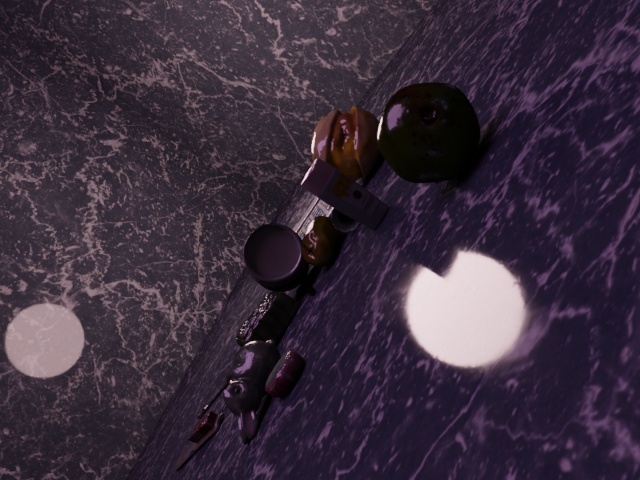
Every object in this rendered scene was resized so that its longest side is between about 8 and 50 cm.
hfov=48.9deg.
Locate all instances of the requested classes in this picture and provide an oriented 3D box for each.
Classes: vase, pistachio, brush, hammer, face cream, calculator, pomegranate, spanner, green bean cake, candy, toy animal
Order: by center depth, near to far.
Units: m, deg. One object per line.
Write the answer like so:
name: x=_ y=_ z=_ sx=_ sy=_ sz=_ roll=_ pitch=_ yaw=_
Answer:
pomegranate: x=0.188 y=-0.180 z=1.257 sx=0.181 sy=0.181 sz=0.224 roll=-59 pitch=-7 yaw=-11
candy: x=-0.075 y=0.278 z=1.460 sx=0.103 sy=0.043 sz=0.103 roll=-57 pitch=6 yaw=9
toy animal: x=-0.159 y=0.323 z=1.555 sx=0.138 sy=0.108 sz=0.236 roll=-52 pitch=11 yaw=30
face cream: x=0.056 y=-0.104 z=1.591 sx=0.084 sy=0.198 sz=0.057 roll=-62 pitch=10 yaw=-25
vase: x=0.069 y=-0.074 z=1.849 sx=0.081 sy=0.081 sz=0.148 roll=-55 pitch=4 yaw=12
hammer: x=-0.033 y=0.129 z=1.864 sx=0.065 sy=0.021 sz=0.178 roll=-57 pitch=11 yaw=0
pistachio: x=-0.001 y=0.001 z=1.869 sx=0.110 sy=0.100 sz=0.189 roll=-47 pitch=14 yaw=35
green bean cake: x=-0.145 y=0.226 z=1.927 sx=0.185 sy=0.094 sz=0.183 roll=-54 pitch=6 yaw=-12
face cream: x=-0.122 y=0.051 z=1.979 sx=0.175 sy=0.175 sz=0.195 roll=-58 pitch=-8 yaw=-7
brush: x=-0.363 y=0.574 z=2.012 sx=0.321 sy=0.050 sz=0.060 roll=-51 pitch=14 yaw=42
spanner: x=-0.270 y=0.413 z=2.021 sx=0.254 sy=0.015 sz=0.054 roll=-50 pitch=-2 yaw=-27
pistachio: x=0.085 y=-0.286 z=2.130 sx=0.230 sy=0.230 sz=0.309 roll=-53 pitch=15 yaw=28
calculator: x=-0.013 y=-0.068 z=2.360 sx=0.256 sy=0.054 sz=0.386 roll=-56 pitch=10 yaw=5
